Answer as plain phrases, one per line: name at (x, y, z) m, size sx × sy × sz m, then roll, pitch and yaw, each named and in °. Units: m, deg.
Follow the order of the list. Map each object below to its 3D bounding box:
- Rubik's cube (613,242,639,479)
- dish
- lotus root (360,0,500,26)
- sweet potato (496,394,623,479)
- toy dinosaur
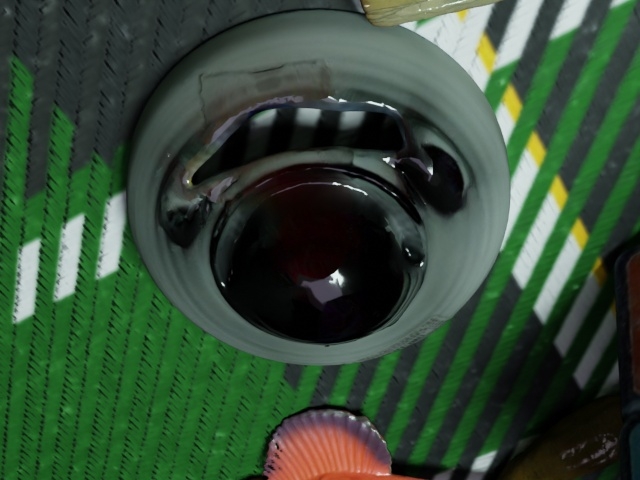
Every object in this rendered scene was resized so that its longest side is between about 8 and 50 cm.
Rubik's cube at (0.398, 0.133, 0.540) m, size 0.316 × 0.313 × 0.318 m, roll 35°, pitch 133°, yaw -20°
dish at (0.000, 0.000, 0.593) m, size 0.273 × 0.134 × 0.273 m, roll -1°, pitch 123°, yaw -1°
lotus root at (0.071, -0.190, 0.498) m, size 0.135 × 0.096 × 0.159 m, roll -16°, pitch 163°, yaw 16°
sweet potato at (0.210, 0.183, 0.767) m, size 0.182 × 0.054 × 0.053 m, roll -38°, pitch 108°, yaw 25°
toy dinosaur at (0.050, 0.200, 0.774) m, size 0.285 × 0.070 × 0.139 m, roll -10°, pitch 101°, yaw 14°
